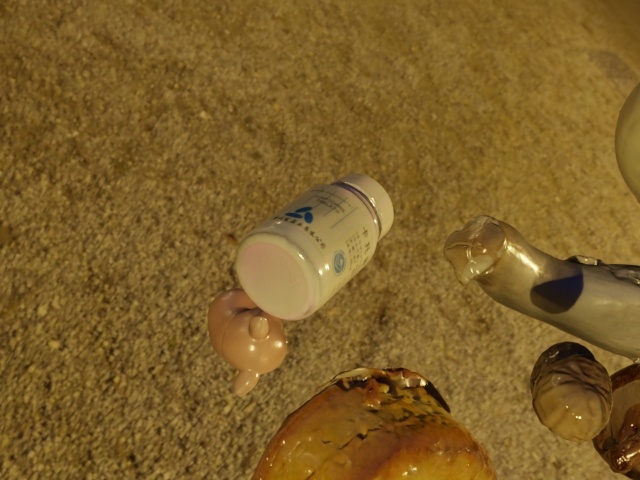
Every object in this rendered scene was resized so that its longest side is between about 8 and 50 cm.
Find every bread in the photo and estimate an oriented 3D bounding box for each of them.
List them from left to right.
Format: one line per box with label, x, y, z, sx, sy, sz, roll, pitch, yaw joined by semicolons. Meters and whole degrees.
bread;0.073;0.350;1.054;0.337;0.358;0.204;11;8;-42

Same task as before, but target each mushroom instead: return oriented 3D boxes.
mushroom;0.245;0.049;0.802;0.278;0.096;0.099;19;79;-14
mushroom;0.520;0.281;1.217;0.138;0.194;0.231;30;1;-34

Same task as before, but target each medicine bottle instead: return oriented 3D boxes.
medicine bottle;0.000;0.000;1.393;0.170;0.170;0.293;45;40;4

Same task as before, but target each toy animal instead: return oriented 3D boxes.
toy animal;-0.155;0.188;1.697;0.154;0.166;0.250;-11;21;-18

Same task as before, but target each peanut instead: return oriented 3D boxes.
peanut;0.164;0.097;0.535;0.054;0.054;0.113;44;14;3

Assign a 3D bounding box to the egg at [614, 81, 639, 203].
egg;0.633;-0.169;1.334;0.283;0.283;0.345;49;34;9
